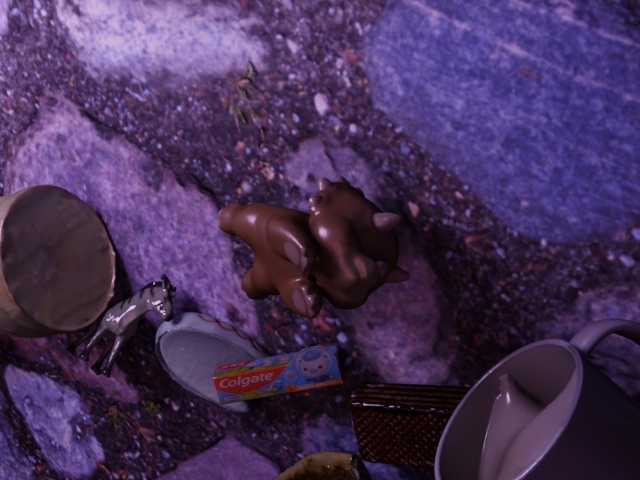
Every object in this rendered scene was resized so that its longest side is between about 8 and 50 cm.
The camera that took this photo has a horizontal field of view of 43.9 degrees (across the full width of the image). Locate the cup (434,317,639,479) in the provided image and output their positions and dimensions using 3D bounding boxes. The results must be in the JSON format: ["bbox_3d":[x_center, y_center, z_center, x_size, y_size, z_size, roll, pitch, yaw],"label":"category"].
[{"bbox_3d":[0.358,0.277,0.968,0.327,0.323,0.237,40,168,-10],"label":"cup"}]

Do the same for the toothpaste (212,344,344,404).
[{"bbox_3d":[-0.066,0.195,1.205,0.193,0.044,0.070,-11,106,6],"label":"toothpaste"}]

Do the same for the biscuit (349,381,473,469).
[{"bbox_3d":[0.170,0.270,1.148,0.252,0.070,0.106,-1,112,25],"label":"biscuit"}]

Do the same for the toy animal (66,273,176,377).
[{"bbox_3d":[-0.325,0.134,1.298,0.073,0.176,0.217,44,157,-19],"label":"toy animal"}]

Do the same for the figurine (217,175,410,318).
[{"bbox_3d":[0.003,0.004,1.068,0.247,0.173,0.177,-4,108,60],"label":"figurine"}]

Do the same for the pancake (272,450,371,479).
[{"bbox_3d":[0.019,0.501,1.294,0.305,0.067,0.427,19,118,31],"label":"pancake"}]

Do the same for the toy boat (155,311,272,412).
[{"bbox_3d":[-0.168,0.187,1.283,0.208,0.079,0.134,27,119,0],"label":"toy boat"}]

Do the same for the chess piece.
[{"bbox_3d":[-0.577,0.067,1.338,0.442,0.234,0.234,-13,105,32],"label":"chess piece"}]
